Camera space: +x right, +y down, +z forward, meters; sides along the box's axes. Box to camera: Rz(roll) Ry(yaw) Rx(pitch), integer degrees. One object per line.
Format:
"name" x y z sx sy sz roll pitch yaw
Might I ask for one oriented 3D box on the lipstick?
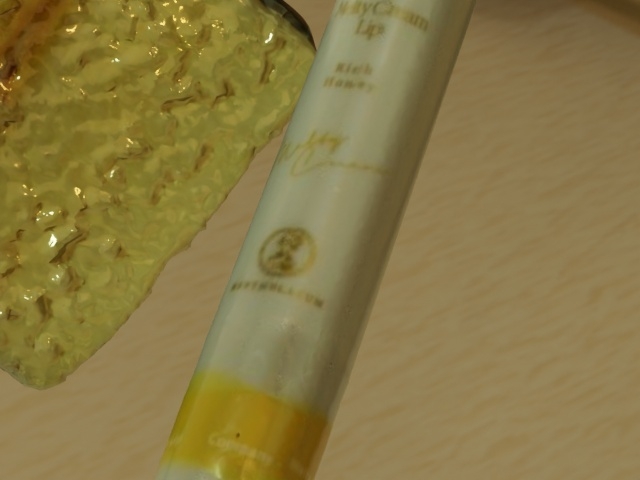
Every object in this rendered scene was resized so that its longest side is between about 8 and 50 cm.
"lipstick" 0.000 0.000 0.662 0.059 0.264 0.059 16 158 7

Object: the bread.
"bread" -0.158 -0.103 0.847 0.236 0.263 0.198 -49 20 21
